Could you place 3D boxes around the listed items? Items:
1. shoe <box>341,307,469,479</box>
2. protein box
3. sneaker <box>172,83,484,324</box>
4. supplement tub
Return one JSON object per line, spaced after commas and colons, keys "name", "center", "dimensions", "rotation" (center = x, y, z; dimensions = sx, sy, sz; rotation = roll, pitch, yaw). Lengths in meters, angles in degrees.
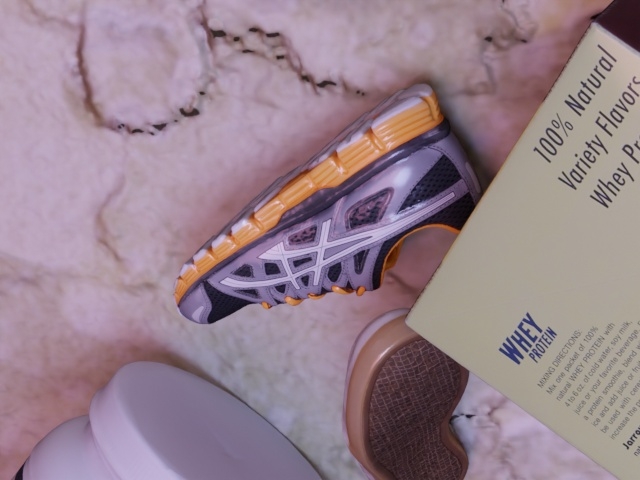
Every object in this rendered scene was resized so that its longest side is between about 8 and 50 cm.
{"name": "shoe", "center": [0.039, 0.091, 1.016], "dimensions": [0.058, 0.076, 0.219], "rotation": [49, 166, 27]}
{"name": "protein box", "center": [0.188, 0.003, 0.891], "dimensions": [0.201, 0.136, 0.200], "rotation": [36, 127, 8]}
{"name": "sneaker", "center": [0.000, 0.000, 1.029], "dimensions": [0.215, 0.084, 0.083], "rotation": [-33, 100, 36]}
{"name": "supplement tub", "center": [-0.132, 0.228, 1.107], "dimensions": [0.191, 0.191, 0.272], "rotation": [40, 104, 6]}
